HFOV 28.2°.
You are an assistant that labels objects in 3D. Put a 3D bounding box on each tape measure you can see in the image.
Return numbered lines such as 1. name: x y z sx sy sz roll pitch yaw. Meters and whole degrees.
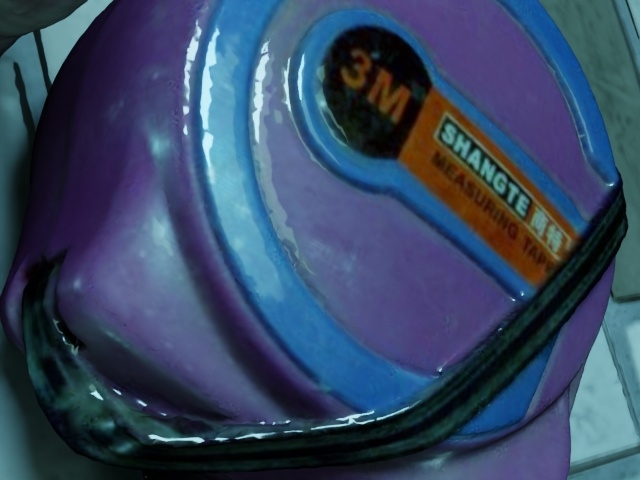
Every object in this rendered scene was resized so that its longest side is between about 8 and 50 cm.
1. tape measure: 0.000 0.000 0.490 0.231 0.149 0.245 38 61 -23

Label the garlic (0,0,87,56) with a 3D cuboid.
1. garlic: -0.153 -0.169 0.423 0.245 0.245 0.253 53 17 -8
